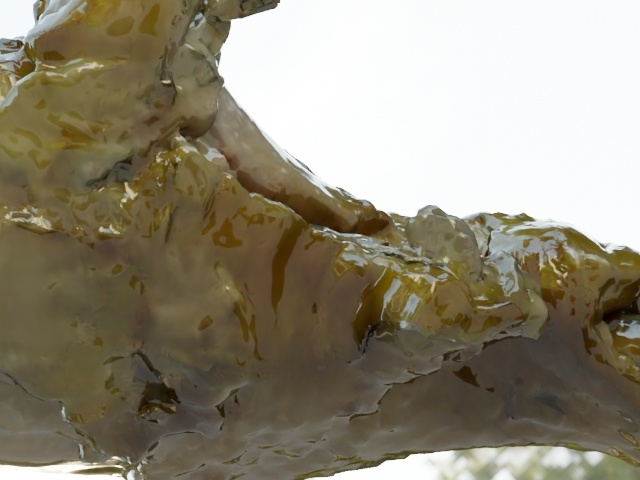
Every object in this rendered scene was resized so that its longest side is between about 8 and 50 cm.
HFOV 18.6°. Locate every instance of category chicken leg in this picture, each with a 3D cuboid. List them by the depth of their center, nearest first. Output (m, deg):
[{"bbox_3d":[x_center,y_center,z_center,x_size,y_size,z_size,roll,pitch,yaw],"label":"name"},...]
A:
[{"bbox_3d":[-0.001,0.003,0.360,0.085,0.207,0.101,-133,54,-81],"label":"chicken leg"}]
